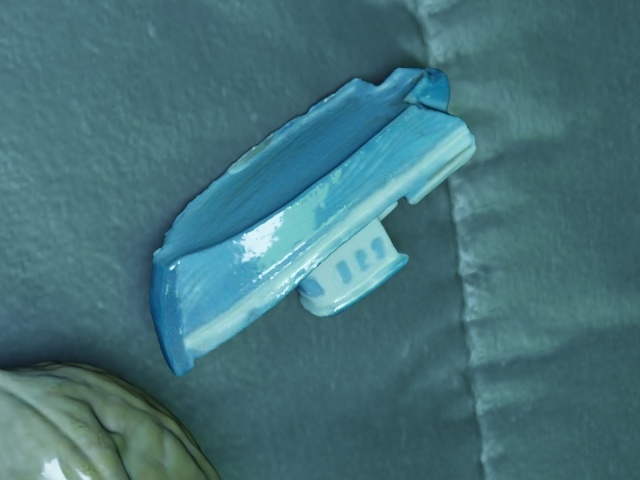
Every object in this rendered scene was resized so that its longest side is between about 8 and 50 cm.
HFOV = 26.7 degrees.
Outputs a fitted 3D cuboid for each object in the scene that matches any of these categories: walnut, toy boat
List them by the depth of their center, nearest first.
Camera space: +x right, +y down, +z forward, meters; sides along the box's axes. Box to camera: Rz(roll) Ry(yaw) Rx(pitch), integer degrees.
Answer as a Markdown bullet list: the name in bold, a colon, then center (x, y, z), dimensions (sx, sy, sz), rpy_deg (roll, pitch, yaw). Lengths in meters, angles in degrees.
- **walnut**: center (-0.125, 0.165, 0.690), dimensions (0.178, 0.178, 0.230), rpy_deg (-25, 107, -16)
- **toy boat**: center (0.000, 0.000, 0.742), dimensions (0.215, 0.088, 0.102), rpy_deg (-38, 118, -12)
